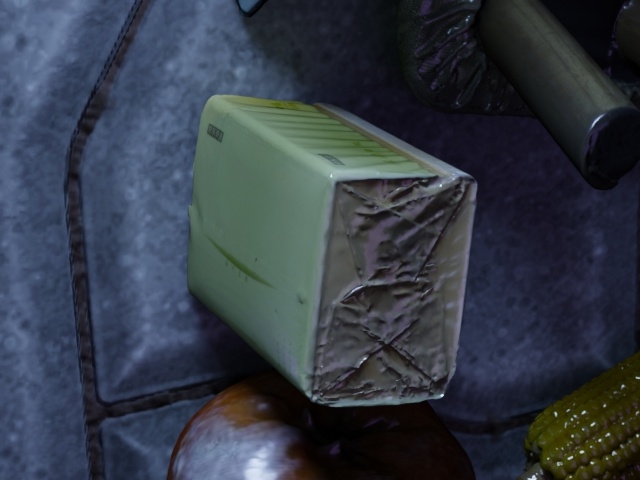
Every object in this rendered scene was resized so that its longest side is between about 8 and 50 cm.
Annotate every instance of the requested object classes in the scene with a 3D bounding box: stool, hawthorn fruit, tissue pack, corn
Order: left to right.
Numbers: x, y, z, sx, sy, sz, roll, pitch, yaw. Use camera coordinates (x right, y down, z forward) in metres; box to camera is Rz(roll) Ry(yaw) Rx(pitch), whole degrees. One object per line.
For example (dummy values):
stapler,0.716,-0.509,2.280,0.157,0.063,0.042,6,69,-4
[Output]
tissue pack,0.000,0.000,1.292,0.125,0.234,0.159,0,107,-24
hawthorn fruit,0.003,0.209,1.385,0.235,0.231,0.263,-13,153,4
corn,0.271,0.144,1.556,0.262,0.097,0.097,-30,118,-15
stool,0.247,-0.207,1.329,0.310,0.226,0.310,-1,111,-35

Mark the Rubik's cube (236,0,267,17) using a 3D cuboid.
Rubik's cube,0.002,-0.306,1.186,0.284,0.234,0.250,-49,120,-2
